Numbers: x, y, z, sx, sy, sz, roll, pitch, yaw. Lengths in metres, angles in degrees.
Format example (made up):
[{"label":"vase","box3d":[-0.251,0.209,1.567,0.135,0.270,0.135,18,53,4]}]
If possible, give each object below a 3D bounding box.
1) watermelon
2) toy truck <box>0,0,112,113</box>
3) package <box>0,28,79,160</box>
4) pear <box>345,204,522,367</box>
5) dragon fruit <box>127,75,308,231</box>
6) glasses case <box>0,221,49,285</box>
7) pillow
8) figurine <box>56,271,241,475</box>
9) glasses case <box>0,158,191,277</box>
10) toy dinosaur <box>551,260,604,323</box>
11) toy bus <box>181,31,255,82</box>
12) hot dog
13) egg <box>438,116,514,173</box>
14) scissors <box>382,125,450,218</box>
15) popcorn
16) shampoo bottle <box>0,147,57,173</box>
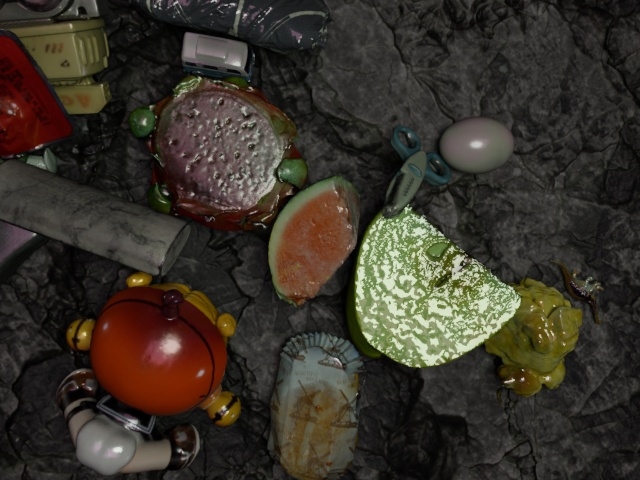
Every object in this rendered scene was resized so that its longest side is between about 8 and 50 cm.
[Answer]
[{"label":"watermelon","box3d":[-0.011,-0.016,0.862,0.128,0.146,0.231,37,113,-4]},{"label":"toy truck","box3d":[-0.533,-0.307,0.774,0.404,0.181,0.254,-8,114,-8]},{"label":"package","box3d":[-0.521,-0.177,0.727,0.269,0.194,0.071,-17,63,-5]},{"label":"pear","box3d":[0.164,0.097,0.872,0.292,0.159,0.293,0,85,5]},{"label":"dragon fruit","box3d":[-0.167,-0.143,0.842,0.295,0.130,0.269,28,91,-7]},{"label":"glasses case","box3d":[-0.601,0.051,0.824,0.323,0.074,0.131,-45,94,-4]},{"label":"pillow","box3d":[-0.145,-0.389,0.836,0.334,0.162,0.093,15,132,-3]},{"label":"figurine","box3d":[-0.270,0.203,0.806,0.319,0.196,0.323,26,98,0]},{"label":"glasses case","box3d":[-0.362,-0.036,0.774,0.299,0.060,0.114,20,44,-1]},{"label":"toy dinosaur","box3d":[0.510,0.086,0.978,0.058,0.037,0.180,-45,96,-9]},{"label":"toy bus","box3d":[-0.176,-0.318,0.870,0.122,0.075,0.060,8,90,-7]},{"label":"hot dog","box3d":[-0.008,0.297,0.892,0.162,0.082,0.271,8,98,6]},{"label":"egg","box3d":[0.282,-0.172,0.913,0.134,0.103,0.103,0,91,-3]},{"label":"scissors","box3d":[0.149,-0.108,0.836,0.138,0.289,0.041,44,127,-6]},{"label":"popcorn","box3d":[0.367,0.173,0.911,0.168,0.173,0.195,19,119,28]},{"label":"shampoo bottle","box3d":[-0.546,-0.134,0.833,0.204,0.065,0.065,4,90,-7]}]
